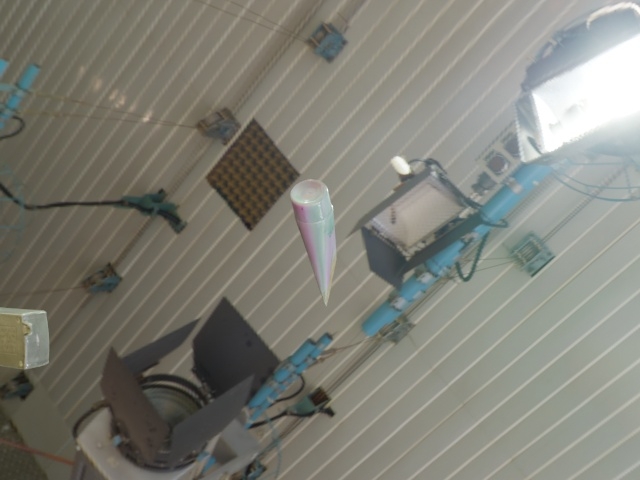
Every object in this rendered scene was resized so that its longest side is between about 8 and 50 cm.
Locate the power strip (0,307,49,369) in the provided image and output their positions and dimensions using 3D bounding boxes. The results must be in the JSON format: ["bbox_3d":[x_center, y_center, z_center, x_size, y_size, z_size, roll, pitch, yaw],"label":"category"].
[{"bbox_3d":[-0.434,0.129,0.984,0.175,0.042,0.075,1,-85,32],"label":"power strip"}]

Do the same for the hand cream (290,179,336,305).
[{"bbox_3d":[0.000,0.000,0.920,0.047,0.076,0.174,2,-43,14],"label":"hand cream"}]
